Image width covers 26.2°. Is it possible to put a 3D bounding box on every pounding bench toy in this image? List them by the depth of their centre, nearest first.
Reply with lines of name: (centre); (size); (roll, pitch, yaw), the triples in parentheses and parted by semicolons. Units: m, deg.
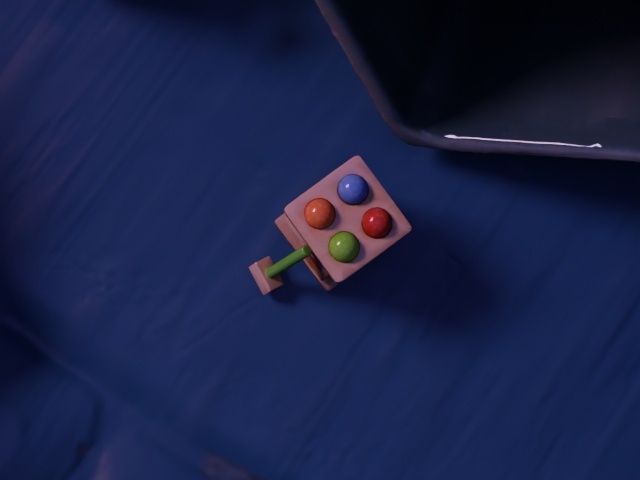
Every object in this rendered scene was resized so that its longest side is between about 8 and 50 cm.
pounding bench toy: (0.000, 0.000, 0.772); (0.083, 0.065, 0.052); (-36, 89, -9)

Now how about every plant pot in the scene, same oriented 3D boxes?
plant pot: (0.146, -0.210, 0.697); (0.248, 0.247, 0.252); (6, 64, 28)
